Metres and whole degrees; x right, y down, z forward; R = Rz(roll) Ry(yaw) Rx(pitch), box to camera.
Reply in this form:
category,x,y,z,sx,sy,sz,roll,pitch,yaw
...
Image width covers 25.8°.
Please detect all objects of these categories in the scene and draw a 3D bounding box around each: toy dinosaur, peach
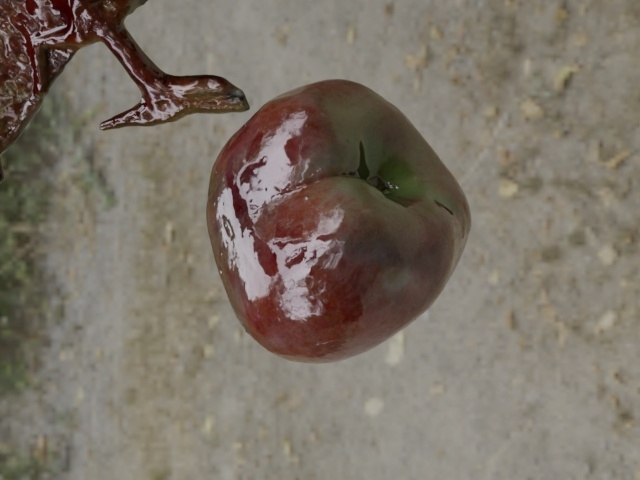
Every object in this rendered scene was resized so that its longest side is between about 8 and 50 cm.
category,x,y,z,sx,sy,sz,roll,pitch,yaw
toy dinosaur,-0.151,-0.132,0.761,0.113,0.327,0.206,-81,-20,-74
peach,0.000,0.000,0.772,0.152,0.152,0.152,-179,90,-68
